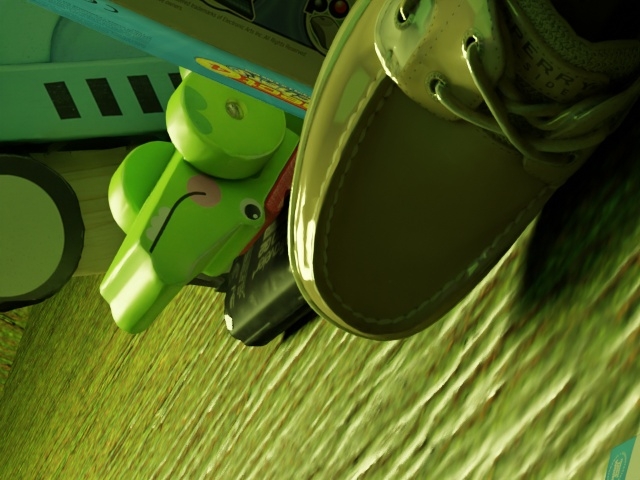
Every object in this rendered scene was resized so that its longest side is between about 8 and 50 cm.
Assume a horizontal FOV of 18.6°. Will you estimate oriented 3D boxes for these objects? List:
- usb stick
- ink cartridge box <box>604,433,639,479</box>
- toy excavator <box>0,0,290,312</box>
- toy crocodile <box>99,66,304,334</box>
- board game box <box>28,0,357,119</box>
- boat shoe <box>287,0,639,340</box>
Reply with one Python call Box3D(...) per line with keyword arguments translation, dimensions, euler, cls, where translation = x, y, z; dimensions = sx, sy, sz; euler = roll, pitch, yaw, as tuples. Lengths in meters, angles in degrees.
Box3D(translation=(0.000, 0.000, 1.105), dimensions=(0.278, 0.045, 0.077), euler=(140, 144, -67), cls="usb stick")
Box3D(translation=(0.103, 0.070, 0.518), dimensions=(0.083, 0.028, 0.048), euler=(134, 156, -61), cls="ink cartridge box")
Box3D(translation=(-0.101, -0.187, 1.397), dimensions=(0.222, 0.433, 0.445), euler=(-176, 81, -79), cls="toy excavator")
Box3D(translation=(-0.038, -0.076, 1.162), dimensions=(0.115, 0.105, 0.340), euler=(-49, 13, 44), cls="toy crocodile")
Box3D(translation=(-0.007, -0.223, 0.900), dimensions=(0.086, 0.308, 0.302), euler=(167, 126, -78), cls="board game box")
Box3D(translation=(0.078, -0.080, 0.745), dimensions=(0.302, 0.109, 0.098), euler=(-57, 12, 19), cls="boat shoe")
